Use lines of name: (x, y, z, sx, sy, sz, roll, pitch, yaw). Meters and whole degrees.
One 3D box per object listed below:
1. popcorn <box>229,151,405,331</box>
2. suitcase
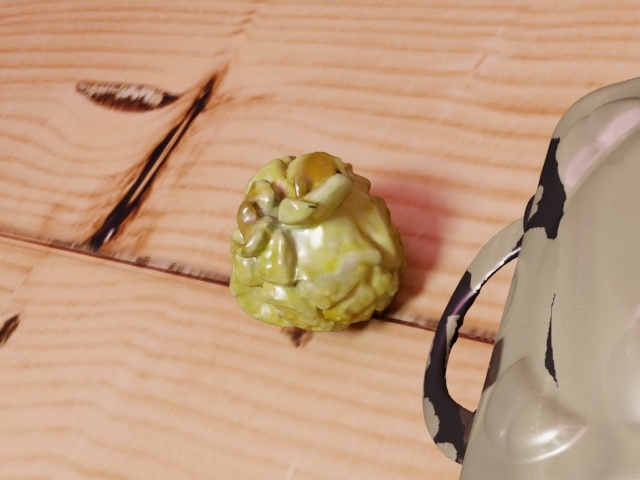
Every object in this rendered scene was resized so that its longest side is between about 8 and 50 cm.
popcorn: (0.000, 0.000, 1.233, 0.141, 0.135, 0.162, -65, -4, -53)
suitcase: (0.207, 0.054, 0.925, 0.339, 0.194, 0.352, -12, 44, 39)
